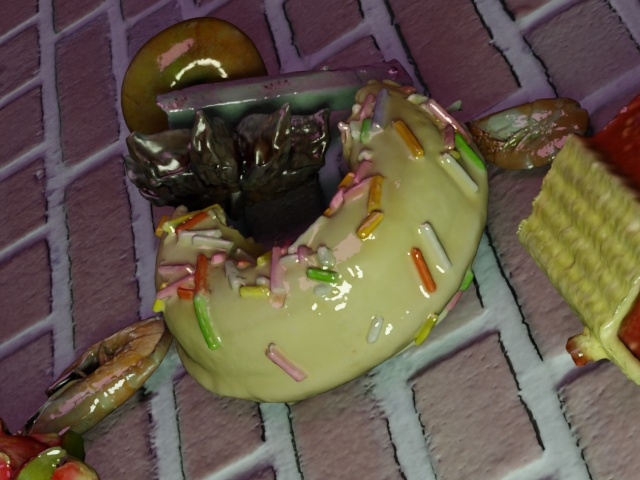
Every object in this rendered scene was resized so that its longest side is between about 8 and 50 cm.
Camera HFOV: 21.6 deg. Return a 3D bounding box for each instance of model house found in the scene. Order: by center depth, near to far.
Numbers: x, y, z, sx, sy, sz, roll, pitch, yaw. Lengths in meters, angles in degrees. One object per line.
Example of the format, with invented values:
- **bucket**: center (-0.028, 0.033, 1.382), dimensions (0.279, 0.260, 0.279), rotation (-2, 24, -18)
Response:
- **model house**: center (0.286, -0.008, 1.387), dimensions (0.254, 0.160, 0.196), rotation (-37, 33, 3)

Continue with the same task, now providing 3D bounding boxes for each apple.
- **apple**: center (-0.150, -0.176, 1.996), dimensions (0.182, 0.182, 0.155), rotation (-37, 10, 0)

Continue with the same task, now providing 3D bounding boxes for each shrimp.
- **shrimp**: center (0.190, -0.107, 1.706), dimensions (0.184, 0.043, 0.091), rotation (-2, 50, 41)
- **shrimp**: center (-0.260, 0.166, 1.789), dimensions (0.251, 0.052, 0.143), rotation (-36, 21, -13)

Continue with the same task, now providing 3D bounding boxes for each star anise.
- **star anise**: center (-0.096, -0.077, 1.832), dimensions (0.223, 0.109, 0.236), rotation (-13, -7, -12)

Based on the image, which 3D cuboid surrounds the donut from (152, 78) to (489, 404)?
- **donut**: center (-0.006, 0.008, 1.638), dimensions (0.371, 0.150, 0.307), rotation (-31, 37, 13)

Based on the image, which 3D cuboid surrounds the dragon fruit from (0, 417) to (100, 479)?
- **dragon fruit**: center (-0.309, 0.286, 1.520), dimensions (0.231, 0.237, 0.303), rotation (-3, 30, 11)

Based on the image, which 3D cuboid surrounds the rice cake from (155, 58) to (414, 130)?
- **rice cake**: center (-0.042, -0.169, 1.889), dimensions (0.290, 0.051, 0.081), rotation (-8, 28, -6)
